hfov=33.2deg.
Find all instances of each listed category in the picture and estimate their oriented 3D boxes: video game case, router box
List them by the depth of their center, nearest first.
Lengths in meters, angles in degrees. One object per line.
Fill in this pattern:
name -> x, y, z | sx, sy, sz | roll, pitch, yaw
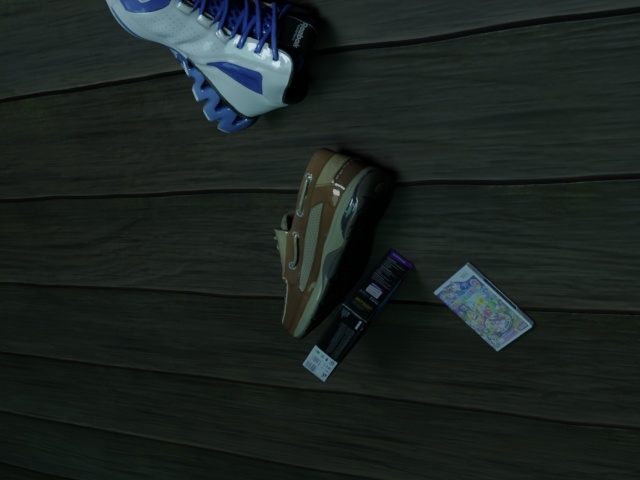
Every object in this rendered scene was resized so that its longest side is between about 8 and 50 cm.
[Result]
video game case -> 0.223, 0.092, 1.470 | 0.122, 0.011, 0.087 | 43, 141, 1
router box -> 0.052, 0.108, 1.531 | 0.046, 0.133, 0.179 | 38, 141, 7

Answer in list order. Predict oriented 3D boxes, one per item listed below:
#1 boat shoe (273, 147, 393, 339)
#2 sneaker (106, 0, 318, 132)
boat shoe -> 0.000, 0.000, 1.504 | 0.120, 0.122, 0.324 | 36, 133, 16
sneaker -> -0.108, -0.268, 1.321 | 0.182, 0.127, 0.315 | -8, 142, 33
